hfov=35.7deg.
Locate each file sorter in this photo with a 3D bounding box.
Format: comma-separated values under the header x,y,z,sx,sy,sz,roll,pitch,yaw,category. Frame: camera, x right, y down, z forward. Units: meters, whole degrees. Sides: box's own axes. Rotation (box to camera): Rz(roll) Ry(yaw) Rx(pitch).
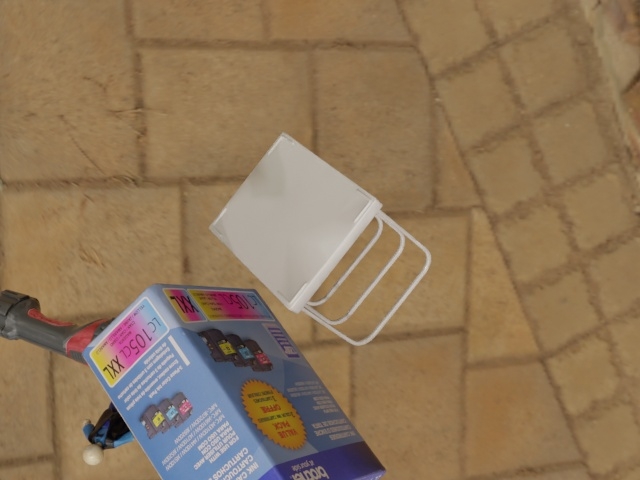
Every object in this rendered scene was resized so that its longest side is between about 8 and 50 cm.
x,y,z,sx,sy,sz,roll,pitch,yaw,category
0.000,0.000,1.505,0.193,0.277,0.173,-51,130,2,file sorter

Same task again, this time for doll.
x,y,z,sx,sy,sz,roll,pitch,yaw,category
-0.380,0.333,1.820,0.189,0.129,0.046,-65,147,-44,doll

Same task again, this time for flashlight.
x,y,z,sx,sy,sz,roll,pitch,yaw,category
-0.462,0.158,1.789,0.103,0.304,0.103,25,82,-61,flashlight

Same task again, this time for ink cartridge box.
x,y,z,sx,sy,sz,roll,pitch,yaw,category
-0.089,0.252,1.305,0.151,0.270,0.395,-43,69,18,ink cartridge box
